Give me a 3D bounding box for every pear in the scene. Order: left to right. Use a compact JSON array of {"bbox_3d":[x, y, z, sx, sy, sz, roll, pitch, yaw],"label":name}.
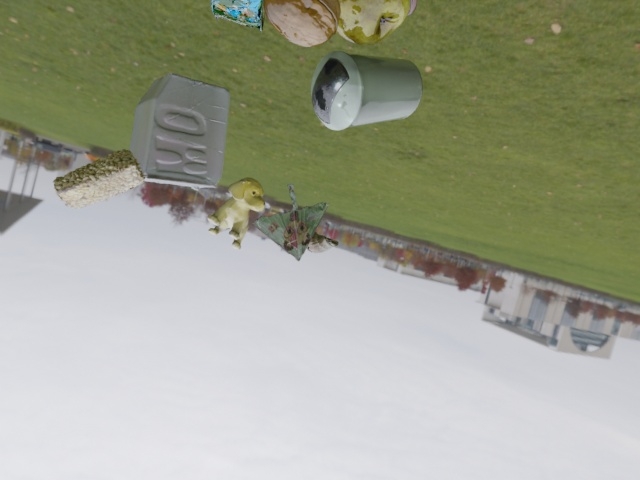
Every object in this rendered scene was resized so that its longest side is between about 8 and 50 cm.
[{"bbox_3d":[0.160,-0.874,1.595,0.304,0.303,0.304,15,-178,-1],"label":"pear"}]

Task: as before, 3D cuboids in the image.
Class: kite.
[{"bbox_3d":[-0.085,-0.056,1.463,0.323,0.267,0.013,-15,-162,-38],"label":"kite"}]

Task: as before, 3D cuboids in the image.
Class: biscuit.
[{"bbox_3d":[-0.446,-0.124,0.886,0.070,0.169,0.082,58,168,31],"label":"biscuit"}]

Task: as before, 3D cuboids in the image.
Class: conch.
[{"bbox_3d":[0.000,0.000,2.194,0.207,0.130,0.155,2,-154,27],"label":"conch"}]

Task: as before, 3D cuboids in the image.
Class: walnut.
[{"bbox_3d":[-0.046,-0.601,1.149,0.207,0.167,0.167,21,180,-21],"label":"walnut"}]

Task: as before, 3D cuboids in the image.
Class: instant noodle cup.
[{"bbox_3d":[-0.280,-0.869,1.538,0.178,0.240,0.240,8,-177,-8],"label":"instant noodle cup"}]

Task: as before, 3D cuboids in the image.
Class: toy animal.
[{"bbox_3d":[-0.244,-0.077,1.305,0.121,0.168,0.233,32,147,-2],"label":"toy animal"}]

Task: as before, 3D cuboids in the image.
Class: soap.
[{"bbox_3d":[-0.578,-0.441,1.822,0.350,0.435,0.213,7,-178,-37],"label":"soap"}]

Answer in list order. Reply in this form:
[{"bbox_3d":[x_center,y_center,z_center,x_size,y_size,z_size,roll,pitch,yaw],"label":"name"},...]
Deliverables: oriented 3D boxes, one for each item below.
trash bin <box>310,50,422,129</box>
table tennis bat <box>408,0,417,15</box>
[{"bbox_3d":[0.170,-0.587,1.720,0.432,0.280,0.280,-16,-158,-37],"label":"trash bin"},{"bbox_3d":[0.276,-1.088,1.719,0.414,0.051,0.268,60,180,-29],"label":"table tennis bat"}]
